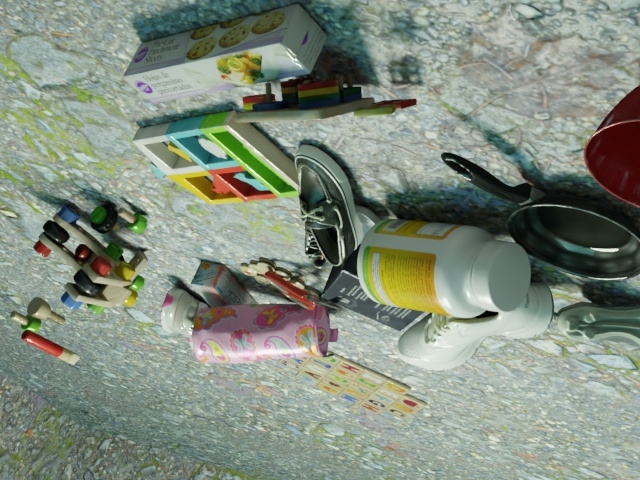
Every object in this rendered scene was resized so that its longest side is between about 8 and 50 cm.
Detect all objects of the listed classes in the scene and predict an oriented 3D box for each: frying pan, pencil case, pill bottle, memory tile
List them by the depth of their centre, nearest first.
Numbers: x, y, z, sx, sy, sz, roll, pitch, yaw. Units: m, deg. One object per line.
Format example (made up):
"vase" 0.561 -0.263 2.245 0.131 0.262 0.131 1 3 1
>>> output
"frying pan" 0.298 -0.031 1.495 0.326 0.053 0.197 24 158 0
"pill bottle" 0.185 0.042 1.618 0.245 0.136 0.136 7 153 47
"memory tile" -0.081 0.081 2.132 0.148 0.012 0.113 34 154 -24
"pencil case" -0.113 0.185 2.170 0.284 0.124 0.124 -5 149 15

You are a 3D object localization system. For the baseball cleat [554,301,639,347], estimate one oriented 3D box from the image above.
"baseball cleat" 0.465 0.123 1.675 0.205 0.072 0.109 9 -169 -1

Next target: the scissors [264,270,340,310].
"scissors" -0.010 0.112 1.988 0.109 0.021 0.297 43 167 -30

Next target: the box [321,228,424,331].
"box" 0.103 0.067 1.831 0.158 0.093 0.156 24 157 -5

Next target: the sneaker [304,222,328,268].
"sneaker" 0.000 0.000 1.814 0.061 0.065 0.158 15 156 18

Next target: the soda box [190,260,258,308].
"soda box" -0.196 0.114 2.249 0.063 0.058 0.183 9 153 29

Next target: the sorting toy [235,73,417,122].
"sorting toy" -0.013 -0.182 1.379 0.274 0.046 0.132 3 -165 34

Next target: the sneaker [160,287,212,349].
"sneaker" -0.264 0.180 2.421 0.111 0.103 0.252 5 158 28

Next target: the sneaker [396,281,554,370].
"sneaker" 0.227 0.126 1.753 0.129 0.111 0.297 17 145 -40

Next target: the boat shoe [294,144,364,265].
"boat shoe" 0.007 -0.049 1.660 0.077 0.070 0.219 12 143 36

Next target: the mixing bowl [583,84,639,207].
"mixing bowl" 0.386 -0.114 1.175 0.181 0.098 0.181 18 156 8

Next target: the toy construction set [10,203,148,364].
"toy construction set" -0.450 0.102 2.182 0.257 0.309 0.237 12 161 43

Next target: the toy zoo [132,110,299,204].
"toy zoo" -0.172 -0.126 1.743 0.293 0.030 0.192 -3 146 47

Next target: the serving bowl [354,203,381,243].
"serving bowl" 0.067 -0.029 1.729 0.083 0.027 0.083 26 150 16

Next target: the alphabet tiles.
"alphabet tiles" 0.070 0.334 2.545 0.342 0.011 0.285 24 157 -4

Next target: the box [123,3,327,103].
"box" -0.132 -0.239 1.417 0.324 0.067 0.063 -1 147 45
